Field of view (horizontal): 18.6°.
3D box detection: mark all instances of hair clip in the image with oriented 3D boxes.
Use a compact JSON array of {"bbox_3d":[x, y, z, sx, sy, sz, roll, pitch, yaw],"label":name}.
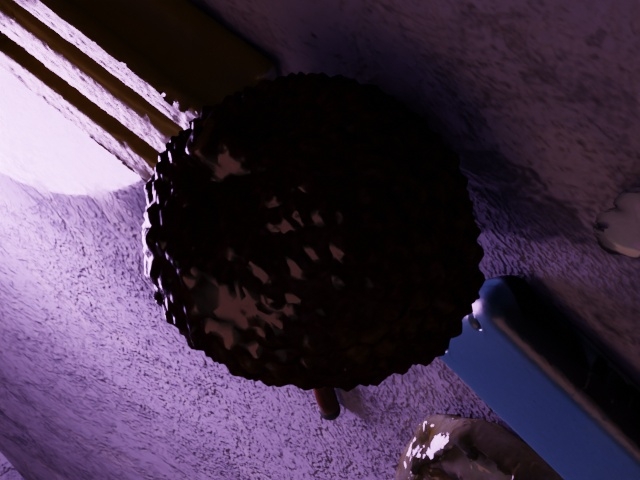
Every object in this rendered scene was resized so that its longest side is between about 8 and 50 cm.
[{"bbox_3d":[0.236,0.001,1.206,0.116,0.049,0.172,46,163,6],"label":"hair clip"}]

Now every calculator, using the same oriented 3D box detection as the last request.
[{"bbox_3d":[0.199,0.133,1.532,0.293,0.051,0.173,44,161,0],"label":"calculator"}]

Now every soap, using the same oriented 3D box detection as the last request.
[{"bbox_3d":[-0.177,-0.160,1.593,0.315,0.091,0.199,38,159,15],"label":"soap"}]

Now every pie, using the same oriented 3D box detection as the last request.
[{"bbox_3d":[0.204,0.286,1.804,0.337,0.075,0.337,33,153,20],"label":"pie"}]

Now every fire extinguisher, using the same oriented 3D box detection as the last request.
[{"bbox_3d":[0.003,0.151,1.979,0.083,0.022,0.028,73,175,-54],"label":"fire extinguisher"}]

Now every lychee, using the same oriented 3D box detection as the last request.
[{"bbox_3d":[0.000,0.000,1.388,0.271,0.236,0.236,32,170,-38],"label":"lychee"}]
